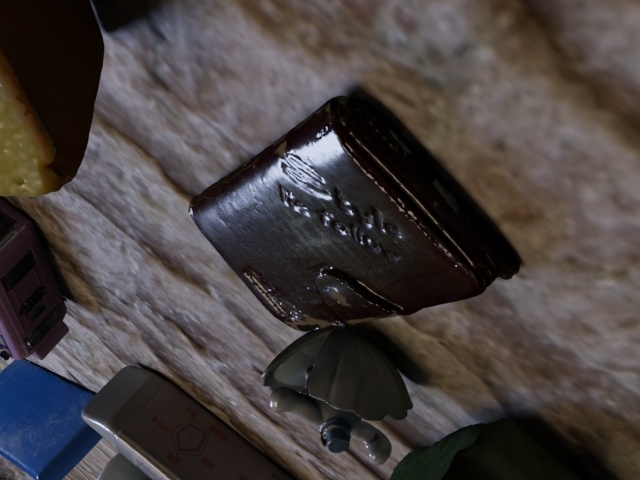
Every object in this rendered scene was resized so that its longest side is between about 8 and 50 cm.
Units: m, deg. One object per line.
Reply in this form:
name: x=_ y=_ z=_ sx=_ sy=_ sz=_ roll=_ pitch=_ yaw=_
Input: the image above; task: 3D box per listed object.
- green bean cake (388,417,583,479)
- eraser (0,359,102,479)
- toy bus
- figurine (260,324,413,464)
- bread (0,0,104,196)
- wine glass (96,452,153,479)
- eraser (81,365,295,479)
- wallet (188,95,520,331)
green bean cake: x=0.063 y=0.229 z=0.591 sx=0.125 sy=0.222 sz=0.227 roll=37 pitch=158 yaw=10
eraser: x=-0.432 y=0.266 z=1.440 sx=0.311 sy=0.144 sz=0.043 roll=10 pitch=139 yaw=48
toy bus: x=-0.333 y=0.041 z=0.998 sx=0.108 sy=0.096 sz=0.199 roll=27 pitch=149 yaw=18
figurine: x=0.009 y=0.100 z=0.621 sx=0.082 sy=0.094 sz=0.086 roll=-57 pitch=46 yaw=29
bread: x=-0.180 y=-0.173 z=0.375 sx=0.077 sy=0.138 sz=0.361 roll=-10 pitch=140 yaw=5
wine glass: x=-0.204 y=0.364 z=1.283 sx=0.196 sy=0.165 sz=0.165 roll=21 pitch=149 yaw=51
eraser: x=-0.103 y=0.257 z=1.027 sx=0.352 sy=0.089 sz=0.061 roll=37 pitch=151 yaw=11
wallet: x=0.000 y=0.000 z=0.532 sx=0.122 sy=0.031 sz=0.232 roll=48 pitch=154 yaw=-10
